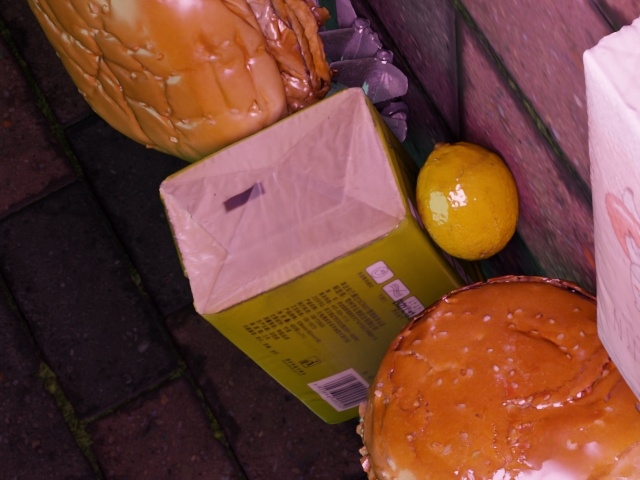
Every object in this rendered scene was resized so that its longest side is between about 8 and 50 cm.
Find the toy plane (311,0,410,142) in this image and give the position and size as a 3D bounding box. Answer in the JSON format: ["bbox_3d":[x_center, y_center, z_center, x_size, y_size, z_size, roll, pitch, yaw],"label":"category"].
[{"bbox_3d":[0.024,-0.097,1.761,0.212,0.088,0.267,58,154,36],"label":"toy plane"}]

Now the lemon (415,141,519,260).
[{"bbox_3d":[0.120,-0.028,1.475,0.110,0.082,0.082,66,172,-30],"label":"lemon"}]

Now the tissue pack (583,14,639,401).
[{"bbox_3d":[0.218,0.028,1.036,0.170,0.071,0.325,56,171,30],"label":"tissue pack"}]

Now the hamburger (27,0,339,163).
[{"bbox_3d":[-0.136,-0.203,1.620,0.318,0.158,0.318,35,156,18],"label":"hamburger"}]

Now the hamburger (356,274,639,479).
[{"bbox_3d":[0.142,0.165,1.357,0.260,0.245,0.211,46,153,43],"label":"hamburger"}]

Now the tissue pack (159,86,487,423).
[{"bbox_3d":[0.017,0.021,1.617,0.274,0.200,0.167,48,-160,-55],"label":"tissue pack"}]
